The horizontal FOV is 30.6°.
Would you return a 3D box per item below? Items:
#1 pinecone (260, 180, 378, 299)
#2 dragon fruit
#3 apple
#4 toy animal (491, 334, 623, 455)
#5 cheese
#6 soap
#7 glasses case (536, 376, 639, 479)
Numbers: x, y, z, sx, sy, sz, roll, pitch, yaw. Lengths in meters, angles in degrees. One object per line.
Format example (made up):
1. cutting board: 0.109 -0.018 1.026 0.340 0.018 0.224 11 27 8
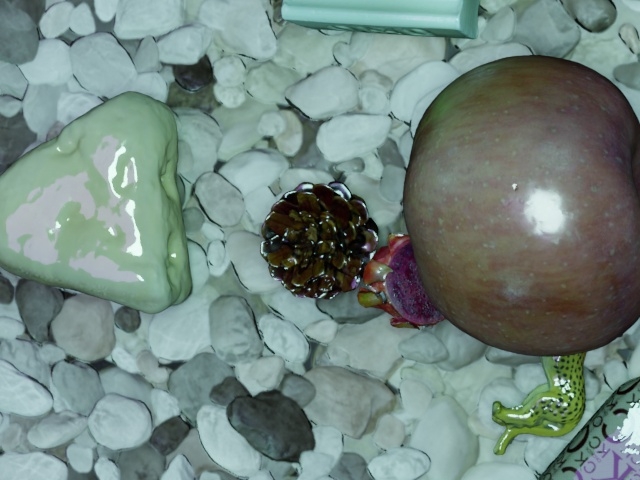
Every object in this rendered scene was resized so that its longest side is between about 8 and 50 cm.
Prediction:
1. pinecone: -0.001 0.001 1.318 0.140 0.121 0.140 1 98 11
2. dragon fruit: 0.098 0.043 1.309 0.068 0.126 0.112 -4 100 60
3. apple: 0.205 -0.035 1.159 0.235 0.306 0.305 -8 90 21
4. toy animal: 0.256 0.147 1.269 0.136 0.073 0.181 4 90 10
5. cheese: -0.278 -0.050 1.375 0.248 0.173 0.251 3 95 9
6. soap: 0.068 -0.262 1.282 0.198 0.119 0.066 7 95 18
7. glasses case: 0.287 0.300 1.256 0.137 0.085 0.354 39 103 9
